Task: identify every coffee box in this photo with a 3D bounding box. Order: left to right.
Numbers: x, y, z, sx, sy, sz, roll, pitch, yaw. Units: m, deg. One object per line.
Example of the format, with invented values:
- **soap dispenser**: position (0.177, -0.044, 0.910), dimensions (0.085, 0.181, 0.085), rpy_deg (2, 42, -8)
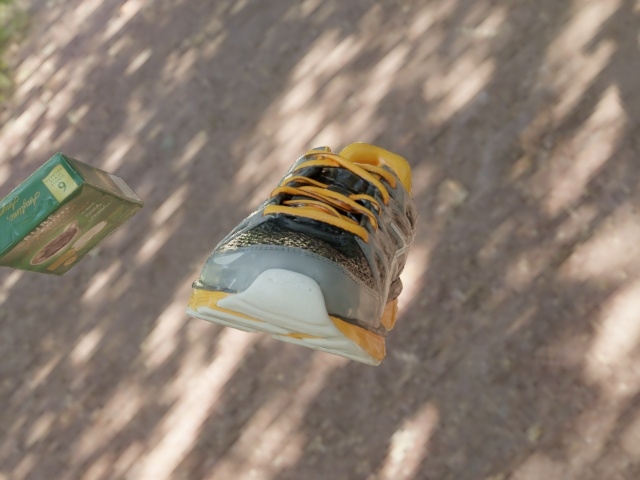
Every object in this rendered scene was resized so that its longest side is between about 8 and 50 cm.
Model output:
- **coffee box**: position (-0.234, -0.021, 1.465), dimensions (0.113, 0.040, 0.184), rpy_deg (-40, -10, 6)

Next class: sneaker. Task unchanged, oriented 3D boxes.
- **sneaker**: position (0.000, 0.000, 0.697), dimensions (0.215, 0.084, 0.083), rpy_deg (-40, -33, -82)
